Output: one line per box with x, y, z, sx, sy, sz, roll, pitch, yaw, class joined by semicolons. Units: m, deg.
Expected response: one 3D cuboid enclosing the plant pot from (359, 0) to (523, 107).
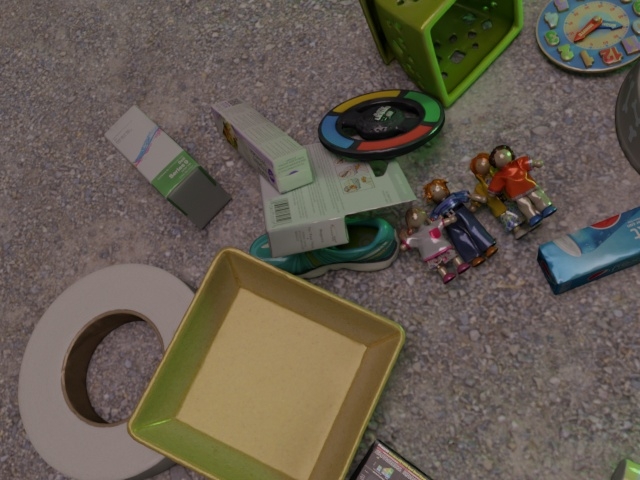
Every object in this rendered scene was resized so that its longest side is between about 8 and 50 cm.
0.207;-0.420;1.143;0.227;0.228;0.207;-47;57;-4;plant pot

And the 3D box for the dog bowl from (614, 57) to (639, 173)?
0.660;-0.223;0.999;0.348;0.102;0.349;-6;68;15;dog bowl

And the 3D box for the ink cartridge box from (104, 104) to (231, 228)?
-0.292;-0.140;1.214;0.212;0.154;0.093;40;85;25;ink cartridge box

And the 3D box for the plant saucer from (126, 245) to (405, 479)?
-0.080;0.224;1.007;0.332;0.081;0.333;25;78;7;plant saucer

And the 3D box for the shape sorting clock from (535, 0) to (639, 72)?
0.497;-0.389;1.142;0.206;0.040;0.206;-5;69;14;shape sorting clock

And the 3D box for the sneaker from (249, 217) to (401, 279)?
0.000;0.000;1.101;0.275;0.110;0.107;-9;68;14;sneaker

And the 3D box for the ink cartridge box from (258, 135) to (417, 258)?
0.017;-0.090;1.088;0.238;0.060;0.275;-11;34;-2;ink cartridge box

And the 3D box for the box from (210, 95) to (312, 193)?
-0.116;-0.183;1.150;0.067;0.063;0.324;-24;36;-17;box

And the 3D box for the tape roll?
-0.355;0.231;1.138;0.391;0.072;0.392;-5;68;14;tape roll

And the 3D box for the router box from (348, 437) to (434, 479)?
0.110;0.377;0.965;0.122;0.038;0.092;32;82;24;router box

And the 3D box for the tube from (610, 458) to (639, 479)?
0.512;0.378;0.841;0.240;0.062;0.070;24;122;18;tube

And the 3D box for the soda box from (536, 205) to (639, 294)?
0.453;0.009;0.989;0.210;0.067;0.071;-22;65;6;soda box

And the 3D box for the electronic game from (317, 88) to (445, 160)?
0.108;-0.213;1.137;0.229;0.048;0.229;-8;37;6;electronic game

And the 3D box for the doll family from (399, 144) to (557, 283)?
0.255;-0.052;1.058;0.263;0.118;0.163;-36;75;15;doll family
